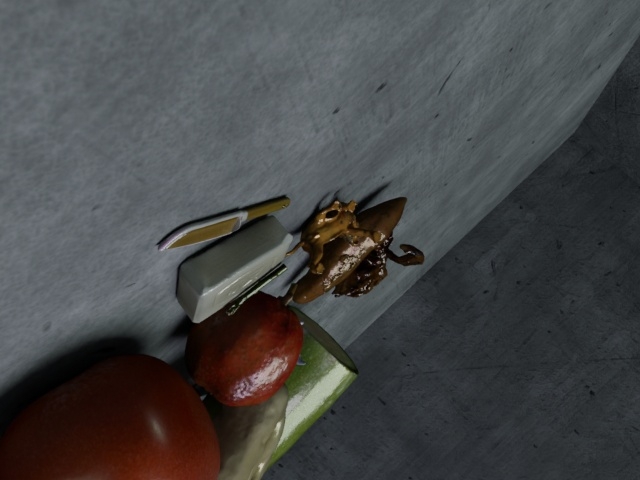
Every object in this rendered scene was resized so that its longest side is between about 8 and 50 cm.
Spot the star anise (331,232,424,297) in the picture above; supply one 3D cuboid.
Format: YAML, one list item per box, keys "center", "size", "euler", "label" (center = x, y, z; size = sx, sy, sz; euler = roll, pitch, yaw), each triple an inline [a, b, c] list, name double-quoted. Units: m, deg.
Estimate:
- center: [0.139, 0.046, 1.359]
  size: [0.237, 0.148, 0.346]
  euler: [-52, -172, -23]
  label: "star anise"

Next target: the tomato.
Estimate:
- center: [-0.322, 0.346, 0.830]
  size: [0.341, 0.273, 0.341]
  euler: [-40, 164, -14]
  label: "tomato"

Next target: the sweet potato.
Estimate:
- center: [0.059, 0.018, 1.232]
  size: [0.354, 0.095, 0.106]
  euler: [-44, 167, 5]
  label: "sweet potato"

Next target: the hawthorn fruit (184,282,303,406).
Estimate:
- center: [-0.127, 0.178, 1.022]
  size: [0.253, 0.205, 0.205]
  euler: [-55, 163, 3]
  label: "hawthorn fruit"

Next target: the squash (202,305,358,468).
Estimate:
- center: [-0.119, 0.392, 1.429]
  size: [0.384, 0.263, 0.263]
  euler: [-46, 164, -1]
  label: "squash"

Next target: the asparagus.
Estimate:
- center: [-0.107, 0.081, 0.916]
  size: [0.127, 0.018, 0.015]
  euler: [-39, 135, -15]
  label: "asparagus"

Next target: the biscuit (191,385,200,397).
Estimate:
- center: [-0.370, 0.423, 1.332]
  size: [0.182, 0.034, 0.215]
  euler: [-39, 165, -13]
  label: "biscuit"

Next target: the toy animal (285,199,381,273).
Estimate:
- center: [-0.002, -0.008, 1.060]
  size: [0.255, 0.114, 0.116]
  euler: [-25, -171, -37]
  label: "toy animal"

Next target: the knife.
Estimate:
- center: [-0.131, -0.024, 0.810]
  size: [0.256, 0.022, 0.046]
  euler: [-23, 158, -50]
  label: "knife"

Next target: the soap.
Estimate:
- center: [-0.140, 0.045, 0.886]
  size: [0.183, 0.064, 0.121]
  euler: [-33, 163, -31]
  label: "soap"

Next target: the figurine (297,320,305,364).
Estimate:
- center: [-0.136, 0.238, 1.225]
  size: [0.208, 0.129, 0.184]
  euler: [-4, 163, 5]
  label: "figurine"

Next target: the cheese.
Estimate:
- center: [-0.191, 0.479, 1.122]
  size: [0.351, 0.129, 0.329]
  euler: [-54, 161, -42]
  label: "cheese"
